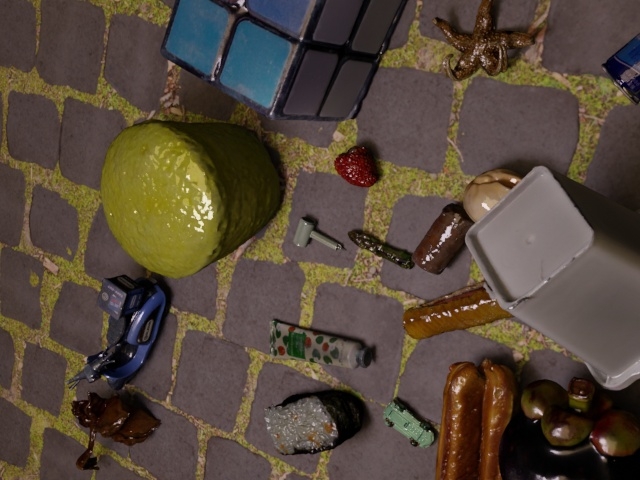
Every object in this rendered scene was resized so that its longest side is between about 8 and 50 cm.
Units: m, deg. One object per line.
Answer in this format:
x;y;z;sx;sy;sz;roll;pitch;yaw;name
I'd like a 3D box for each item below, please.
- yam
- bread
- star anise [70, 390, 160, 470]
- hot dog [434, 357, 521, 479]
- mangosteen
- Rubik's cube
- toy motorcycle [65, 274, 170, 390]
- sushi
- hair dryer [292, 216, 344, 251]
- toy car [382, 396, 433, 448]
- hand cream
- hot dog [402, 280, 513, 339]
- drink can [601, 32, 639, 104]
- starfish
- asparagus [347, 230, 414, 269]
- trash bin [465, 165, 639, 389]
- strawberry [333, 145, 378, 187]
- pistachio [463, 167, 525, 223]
0.248;-0.003;1.465;0.079;0.079;0.141;41;116;20;yam
-0.287;-0.108;1.639;0.348;0.308;0.348;9;109;29;bread
-0.577;0.516;1.996;0.237;0.148;0.346;22;127;-19;star anise
0.311;0.398;1.465;0.158;0.117;0.348;3;102;11;hot dog
0.448;0.363;1.278;0.275;0.275;0.302;10;122;30;mangosteen
-0.070;-0.434;1.449;0.318;0.313;0.316;33;113;22;Rubik's cube
-0.514;0.248;1.890;0.125;0.213;0.358;31;112;23;toy motorcycle
-0.016;0.410;1.663;0.225;0.126;0.136;-19;88;34;sushi
0.000;0.000;1.645;0.124;0.038;0.063;27;113;18;hair dryer
0.191;0.394;1.585;0.122;0.035;0.059;35;114;13;toy car
-0.009;0.244;1.675;0.276;0.059;0.095;5;98;35;hand cream
0.289;0.138;1.467;0.289;0.068;0.083;-22;93;31;hot dog
0.583;-0.332;1.194;0.235;0.097;0.097;-43;75;29;drink can
0.305;-0.377;1.369;0.190;0.074;0.146;-1;98;32;starfish
0.126;0.017;1.569;0.165;0.030;0.036;27;135;23;asparagus
0.440;0.039;1.161;0.296;0.368;0.256;-45;39;26;trash bin
0.078;-0.152;1.547;0.096;0.083;0.083;45;118;10;strawberry
0.361;-0.053;1.369;0.200;0.117;0.145;33;151;12;pistachio
